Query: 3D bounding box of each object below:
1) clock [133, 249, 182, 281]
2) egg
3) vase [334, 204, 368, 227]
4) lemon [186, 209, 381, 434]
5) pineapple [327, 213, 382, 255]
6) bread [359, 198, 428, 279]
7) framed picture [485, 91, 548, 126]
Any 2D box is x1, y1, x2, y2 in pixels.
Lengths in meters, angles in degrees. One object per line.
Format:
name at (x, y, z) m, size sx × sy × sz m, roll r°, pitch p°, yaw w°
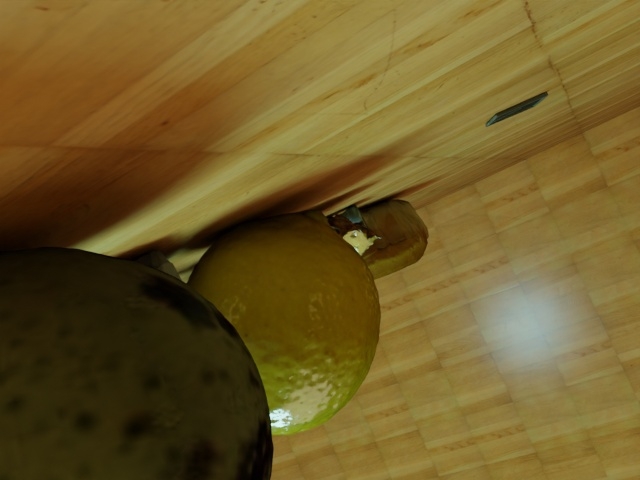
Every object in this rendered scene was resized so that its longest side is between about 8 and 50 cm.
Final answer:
clock at (-0.296, 0.092, 0.833) m, size 0.186 × 0.084 × 0.253 m, roll -23°, pitch 177°, yaw -23°
egg at (-0.249, 0.186, 0.472) m, size 0.427 × 0.345 × 0.345 m, roll -20°, pitch 176°, yaw -4°
vase at (0.000, 0.000, 1.367) m, size 0.219 × 0.096 × 0.096 m, roll -27°, pitch 176°, yaw 7°
lemon at (-0.066, 0.129, 0.926) m, size 0.335 × 0.336 × 0.336 m, roll -24°, pitch 176°, yaw -2°
pineapple at (-0.040, -0.004, 1.154) m, size 0.249 × 0.140 × 0.164 m, roll -41°, pitch 128°, yaw 22°
bread at (0.100, 0.020, 1.546) m, size 0.388 × 0.183 × 0.236 m, roll -22°, pitch 179°, yaw -24°
framed picture at (0.313, -0.209, 0.965) m, size 0.089 × 0.007 × 0.066 m, roll -23°, pitch 177°, yaw 0°
